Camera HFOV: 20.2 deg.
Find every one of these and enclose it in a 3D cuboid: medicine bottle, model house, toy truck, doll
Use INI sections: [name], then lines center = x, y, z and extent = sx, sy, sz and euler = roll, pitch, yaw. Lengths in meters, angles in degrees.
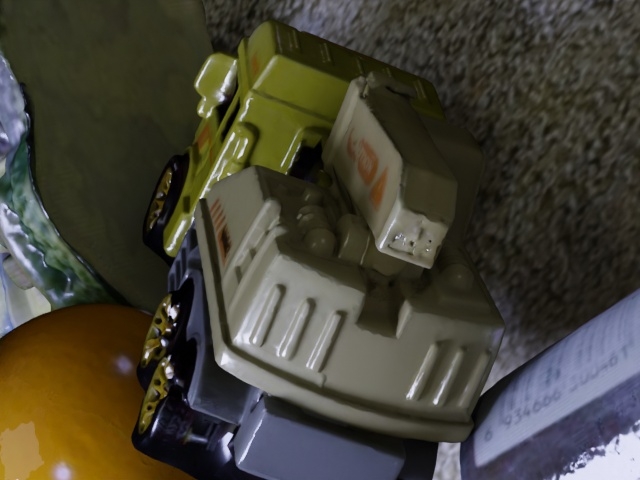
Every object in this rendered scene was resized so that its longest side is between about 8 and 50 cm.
[medicine bottle]
center = 0.222, 0.096, 0.997
extent = 0.273, 0.165, 0.165
euler = -37, 55, 37
[model house]
center = -0.222, -0.041, 1.424
extent = 0.266, 0.261, 0.321
euler = -22, 79, 37
[toy truck]
center = 0.000, 0.000, 1.153
extent = 0.254, 0.180, 0.405
euler = -62, 16, 21
[doll]
center = -0.184, 0.124, 1.216
extent = 0.213, 0.236, 0.213
euler = -44, 19, 20
